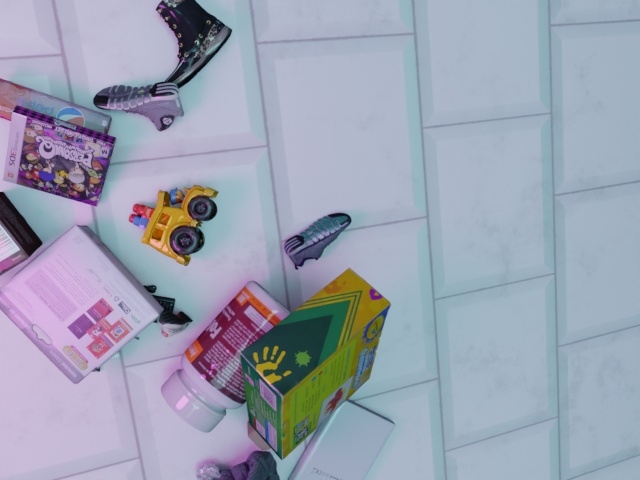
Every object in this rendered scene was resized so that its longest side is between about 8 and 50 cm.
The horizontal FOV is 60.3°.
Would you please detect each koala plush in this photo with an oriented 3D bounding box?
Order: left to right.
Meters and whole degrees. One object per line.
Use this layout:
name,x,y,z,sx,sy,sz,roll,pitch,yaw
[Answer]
koala plush,-0.252,0.740,1.654,0.221,0.203,0.196,-16,117,19

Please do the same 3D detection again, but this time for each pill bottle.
pill bottle,-0.245,0.325,1.552,0.224,0.224,0.392,44,83,-20

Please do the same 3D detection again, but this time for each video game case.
video game case,-0.650,-0.203,1.370,0.232,0.042,0.210,17,127,-21

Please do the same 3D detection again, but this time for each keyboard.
keyboard,-0.503,0.174,1.547,0.180,0.023,0.108,13,95,-21

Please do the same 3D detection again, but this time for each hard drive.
hard drive,0.065,0.709,1.813,0.233,0.047,0.353,31,89,-20

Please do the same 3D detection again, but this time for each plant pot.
plant pot,-0.165,0.573,1.688,0.096,0.109,0.109,-37,109,5

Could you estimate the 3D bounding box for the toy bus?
toy bus,-0.401,-0.068,1.490,0.211,0.149,0.220,24,89,-5

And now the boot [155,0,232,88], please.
boot,-0.371,-0.528,1.446,0.178,0.085,0.236,43,84,-15

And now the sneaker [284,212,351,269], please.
sneaker,0.000,0.000,1.669,0.224,0.083,0.098,-28,127,-8

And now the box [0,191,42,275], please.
box,-0.806,0.002,1.321,0.167,0.203,0.168,-34,107,-10

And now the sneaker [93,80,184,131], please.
sneaker,-0.468,-0.336,1.444,0.229,0.086,0.132,-2,142,8

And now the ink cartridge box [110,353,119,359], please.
ink cartridge box,-0.585,0.291,1.514,0.048,0.028,0.083,-10,98,-13

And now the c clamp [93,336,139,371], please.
c clamp,-0.611,0.303,1.532,0.137,0.022,0.160,39,85,-20

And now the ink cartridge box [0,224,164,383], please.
ink cartridge box,-0.617,0.161,1.423,0.272,0.130,0.309,-41,97,-8

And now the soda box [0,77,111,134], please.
soda box,-0.669,-0.312,1.378,0.263,0.083,0.092,17,93,-19

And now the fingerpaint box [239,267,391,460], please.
fingerpaint box,-0.018,0.340,1.488,0.371,0.163,0.445,-36,152,-27

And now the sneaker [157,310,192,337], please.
sneaker,-0.414,0.240,1.524,0.057,0.161,0.075,39,92,10
